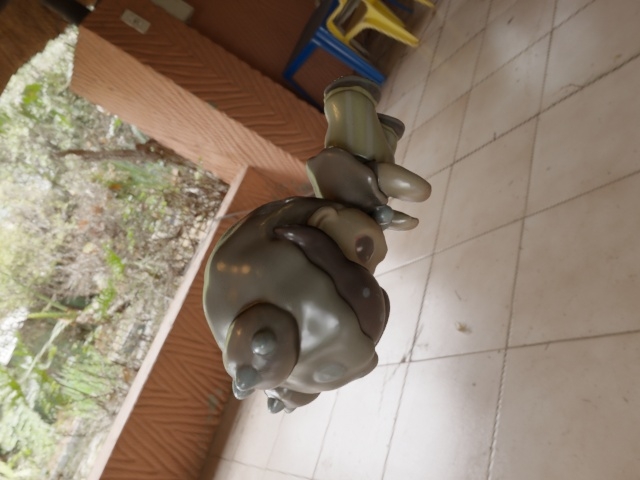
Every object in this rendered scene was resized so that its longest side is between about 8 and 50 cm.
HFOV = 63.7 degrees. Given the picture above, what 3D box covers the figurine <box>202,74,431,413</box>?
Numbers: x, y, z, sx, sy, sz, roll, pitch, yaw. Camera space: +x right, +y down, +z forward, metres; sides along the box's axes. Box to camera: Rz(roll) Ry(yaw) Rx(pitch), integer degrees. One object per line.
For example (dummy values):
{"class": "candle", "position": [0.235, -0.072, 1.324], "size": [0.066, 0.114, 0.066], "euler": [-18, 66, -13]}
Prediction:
{"class": "figurine", "position": [0.001, -0.001, 0.574], "size": [0.248, 0.203, 0.381], "euler": [77, -148, -68]}
